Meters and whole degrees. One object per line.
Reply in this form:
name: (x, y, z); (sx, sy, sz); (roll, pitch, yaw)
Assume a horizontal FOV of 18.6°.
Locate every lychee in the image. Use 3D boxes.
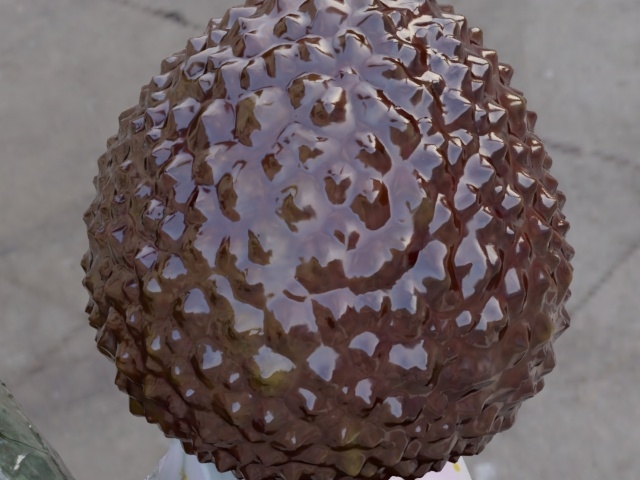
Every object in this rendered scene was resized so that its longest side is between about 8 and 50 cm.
lychee: (0.000, 0.000, 1.047); (0.276, 0.304, 0.276); (10, 17, -3)

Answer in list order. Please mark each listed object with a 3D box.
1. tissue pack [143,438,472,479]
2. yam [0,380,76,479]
tissue pack: (0.016, 0.214, 1.160); (0.185, 0.124, 0.225); (-9, 65, -30)
yam: (-0.202, 0.162, 1.071); (0.154, 0.154, 0.254); (-31, 71, -19)
